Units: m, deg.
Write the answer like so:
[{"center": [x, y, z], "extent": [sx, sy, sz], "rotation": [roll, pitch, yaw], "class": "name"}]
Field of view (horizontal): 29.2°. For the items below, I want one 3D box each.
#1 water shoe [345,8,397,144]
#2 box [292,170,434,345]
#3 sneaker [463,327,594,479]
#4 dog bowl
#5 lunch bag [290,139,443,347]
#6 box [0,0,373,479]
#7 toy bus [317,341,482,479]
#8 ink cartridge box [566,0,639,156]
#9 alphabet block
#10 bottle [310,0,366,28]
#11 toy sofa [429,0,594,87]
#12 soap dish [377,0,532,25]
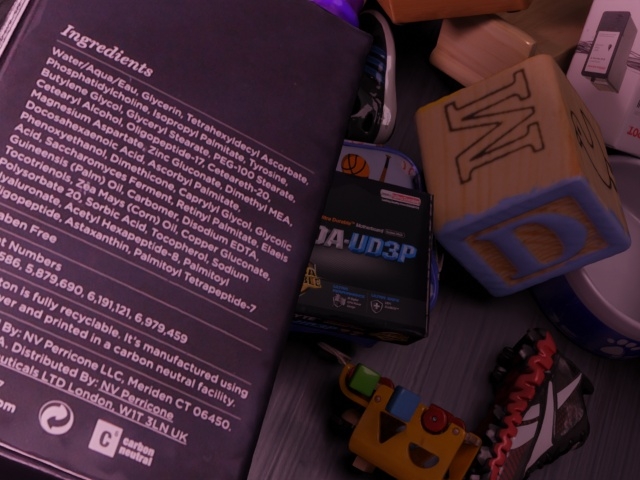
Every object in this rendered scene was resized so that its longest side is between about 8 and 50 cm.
[{"center": [0.053, -0.222, 1.616], "extent": [0.080, 0.073, 0.203], "rotation": [6, 63, -23], "class": "water shoe"}, {"center": [0.018, 0.012, 1.363], "extent": [0.220, 0.051, 0.175], "rotation": [13, 68, -22], "class": "box"}, {"center": [0.250, 0.236, 1.471], "extent": [0.135, 0.097, 0.276], "rotation": [36, 53, -4], "class": "sneaker"}, {"center": [0.408, 0.023, 1.659], "extent": [0.265, 0.104, 0.264], "rotation": [12, 61, -23], "class": "dog bowl"}, {"center": [0.000, 0.000, 1.453], "extent": [0.303, 0.115, 0.243], "rotation": [6, 65, -24], "class": "lunch bag"}, {"center": [-0.230, 0.045, 1.080], "extent": [0.297, 0.480, 0.471], "rotation": [25, 57, -17], "class": "box"}, {"center": [0.077, 0.215, 1.383], "extent": [0.191, 0.202, 0.104], "rotation": [31, 85, -19], "class": "toy bus"}, {"center": [0.448, -0.253, 1.691], "extent": [0.198, 0.115, 0.272], "rotation": [8, 104, -50], "class": "ink cartridge box"}, {"center": [0.248, -0.076, 1.519], "extent": [0.192, 0.193, 0.197], "rotation": [42, 33, -48], "class": "alphabet block"}, {"center": [-0.020, -0.237, 1.556], "extent": [0.092, 0.118, 0.283], "rotation": [34, 56, -8], "class": "bottle"}, {"center": [0.329, -0.301, 1.776], "extent": [0.362, 0.177, 0.150], "rotation": [-30, 57, -35], "class": "toy sofa"}, {"center": [0.150, -0.395, 1.635], "extent": [0.229, 0.118, 0.291], "rotation": [-9, 37, -12], "class": "soap dish"}]
